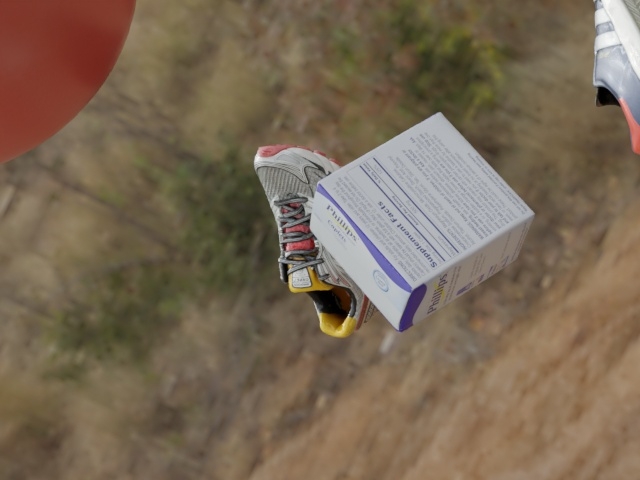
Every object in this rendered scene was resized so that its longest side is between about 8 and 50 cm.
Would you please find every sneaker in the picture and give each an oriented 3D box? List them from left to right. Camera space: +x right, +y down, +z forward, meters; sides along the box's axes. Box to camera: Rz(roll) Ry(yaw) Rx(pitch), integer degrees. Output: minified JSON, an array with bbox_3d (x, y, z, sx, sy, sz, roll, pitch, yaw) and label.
[{"bbox_3d":[0.000,0.000,1.796,0.088,0.225,0.092,-1,42,41],"label":"sneaker"},{"bbox_3d":[0.366,-0.241,2.220,0.350,0.131,0.148,-96,18,-45],"label":"sneaker"}]

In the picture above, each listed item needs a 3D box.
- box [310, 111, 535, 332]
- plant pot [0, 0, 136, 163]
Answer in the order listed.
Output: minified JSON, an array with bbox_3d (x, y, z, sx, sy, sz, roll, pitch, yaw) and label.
[{"bbox_3d":[0.082,-0.016,1.552,0.137,0.126,0.072,-30,-24,-25],"label":"box"},{"bbox_3d":[-0.263,-0.179,1.113,0.275,0.275,0.243,-64,-5,-2],"label":"plant pot"}]
